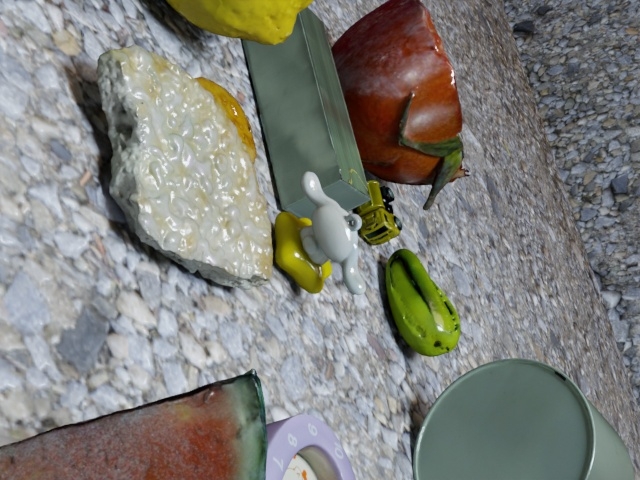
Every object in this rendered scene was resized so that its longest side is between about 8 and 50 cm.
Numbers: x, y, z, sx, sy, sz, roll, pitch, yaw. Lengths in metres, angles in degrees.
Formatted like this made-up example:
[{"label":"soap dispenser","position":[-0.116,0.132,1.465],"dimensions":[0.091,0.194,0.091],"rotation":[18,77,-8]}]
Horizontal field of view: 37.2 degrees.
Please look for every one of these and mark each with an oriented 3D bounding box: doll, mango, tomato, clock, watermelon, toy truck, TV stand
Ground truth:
[{"label":"doll","position":[-0.003,-0.007,1.025],"dimensions":[0.071,0.113,0.135],"rotation":[-18,104,-47]},{"label":"mango","position":[0.130,0.084,1.277],"dimensions":[0.091,0.074,0.165],"rotation":[27,32,-48]},{"label":"tomato","position":[0.082,-0.198,1.325],"dimensions":[0.309,0.170,0.309],"rotation":[163,-90,-82]},{"label":"clock","position":[-0.029,0.238,0.789],"dimensions":[0.172,0.064,0.198],"rotation":[41,33,-45]},{"label":"watermelon","position":[-0.107,0.169,0.588],"dimensions":[0.202,0.207,0.136],"rotation":[0,39,-48]},{"label":"toy truck","position":[0.076,-0.036,1.302],"dimensions":[0.054,0.049,0.083],"rotation":[34,38,-50]},{"label":"TV stand","position":[-0.021,-0.158,1.161],"dimensions":[0.083,0.088,0.270],"rotation":[31,41,-56]}]

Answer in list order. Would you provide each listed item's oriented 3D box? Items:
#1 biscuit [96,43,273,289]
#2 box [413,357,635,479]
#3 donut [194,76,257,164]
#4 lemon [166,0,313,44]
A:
[{"label":"biscuit","position":[-0.123,-0.056,0.865],"dimensions":[0.265,0.040,0.188],"rotation":[61,36,-21]},{"label":"box","position":[0.244,0.275,1.135],"dimensions":[0.149,0.226,0.226],"rotation":[44,31,-41]},{"label":"donut","position":[-0.113,-0.117,0.980],"dimensions":[0.108,0.043,0.097],"rotation":[36,37,-48]},{"label":"lemon","position":[-0.092,-0.355,1.019],"dimensions":[0.236,0.236,0.263],"rotation":[26,35,-57]}]
